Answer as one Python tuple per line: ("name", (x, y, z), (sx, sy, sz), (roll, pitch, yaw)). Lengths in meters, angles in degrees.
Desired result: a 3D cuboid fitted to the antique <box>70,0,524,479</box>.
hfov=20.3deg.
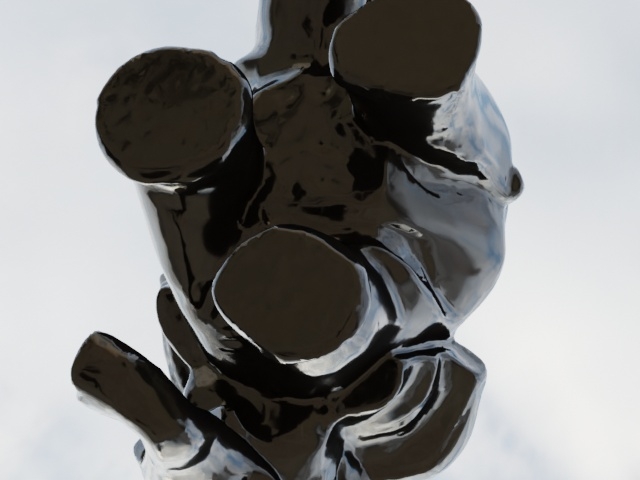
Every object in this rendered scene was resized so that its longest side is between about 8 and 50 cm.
("antique", (0.000, 0.000, 0.897), (0.185, 0.255, 0.322), (18, -118, 16))
